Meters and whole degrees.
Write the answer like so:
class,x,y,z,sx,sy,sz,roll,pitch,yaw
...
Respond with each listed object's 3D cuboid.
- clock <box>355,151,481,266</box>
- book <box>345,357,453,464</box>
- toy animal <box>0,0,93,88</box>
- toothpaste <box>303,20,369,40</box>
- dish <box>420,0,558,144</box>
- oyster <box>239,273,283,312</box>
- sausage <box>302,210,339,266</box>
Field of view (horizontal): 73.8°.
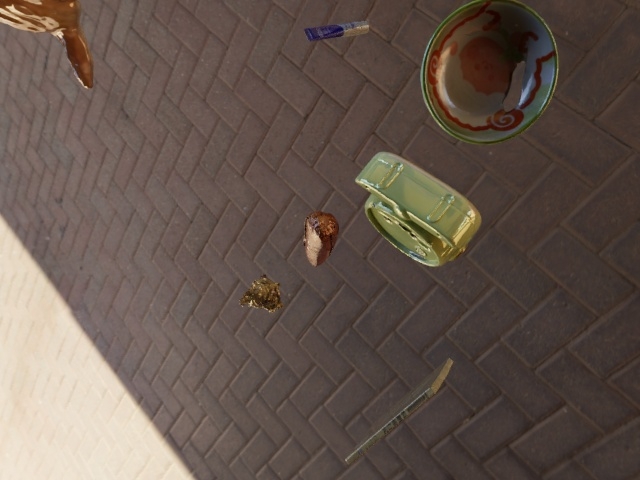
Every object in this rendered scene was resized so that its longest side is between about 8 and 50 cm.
class,x,y,z,sx,sy,sz,roll,pitch,yaw
clock,0.195,-0.038,0.878,0.235,0.308,0.096,36,82,21
book,0.206,0.433,1.093,0.021,0.217,0.310,47,113,17
toy animal,-0.267,-0.183,0.289,0.104,0.185,0.184,27,132,37
toothpaste,0.021,-0.265,0.541,0.015,0.083,0.024,103,151,-62
dish,0.394,-0.402,1.049,0.324,0.124,0.324,-1,104,-2
oyster,-0.157,0.155,1.223,0.053,0.165,0.108,24,88,31
sausage,0.000,0.000,1.283,0.102,0.102,0.330,50,166,11
